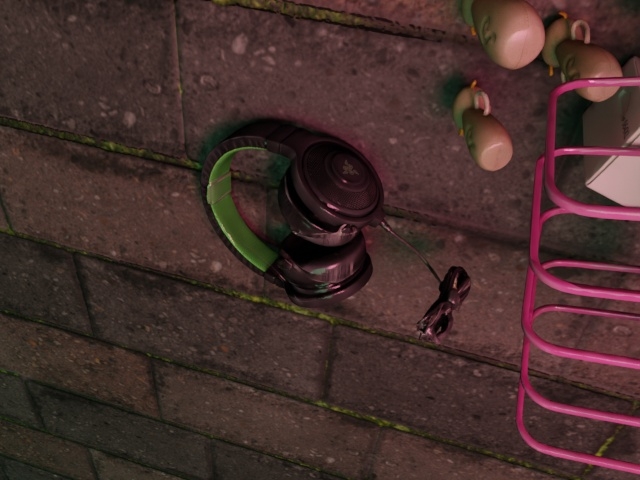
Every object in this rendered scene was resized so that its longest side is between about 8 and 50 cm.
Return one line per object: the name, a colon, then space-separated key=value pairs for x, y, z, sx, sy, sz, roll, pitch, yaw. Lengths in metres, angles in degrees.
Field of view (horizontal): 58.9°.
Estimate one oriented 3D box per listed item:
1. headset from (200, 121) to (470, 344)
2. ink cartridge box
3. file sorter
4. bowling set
headset: x=0.000 y=0.000 z=0.739 sx=0.394 sy=0.185 sz=0.243 roll=21 pitch=133 yaw=18
ink cartridge box: x=0.373 y=-0.076 z=0.566 sx=0.203 sy=0.148 sz=0.086 roll=28 pitch=135 yaw=-2
file sorter: x=0.264 y=0.034 z=0.464 sx=0.182 sy=0.202 sz=0.291 roll=5 pitch=131 yaw=20
bowling set: x=0.232 y=-0.213 z=0.535 sx=0.200 sy=0.154 sz=0.287 roll=-1 pitch=128 yaw=-3
